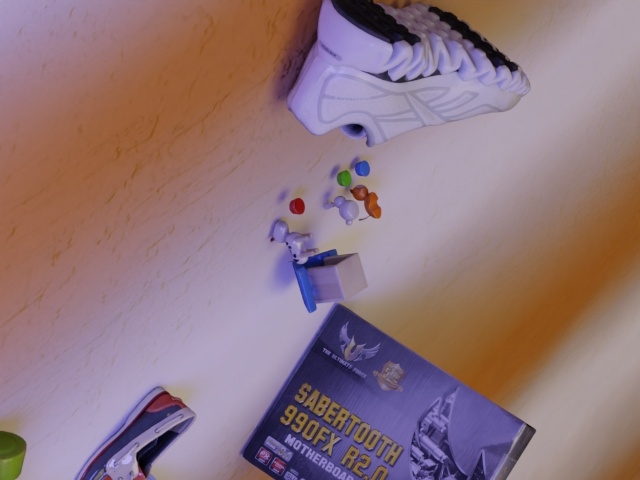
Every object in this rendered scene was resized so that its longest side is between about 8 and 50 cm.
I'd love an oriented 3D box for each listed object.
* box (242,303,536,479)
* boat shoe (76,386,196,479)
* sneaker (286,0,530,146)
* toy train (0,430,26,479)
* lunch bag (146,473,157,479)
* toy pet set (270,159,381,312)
[{"bbox_3d":[0.066,0.199,1.778,0.183,0.231,0.056,-57,157,0],"label":"box"},{"bbox_3d":[-0.165,0.191,1.586,0.137,0.043,0.049,-50,155,-13],"label":"boat shoe"},{"bbox_3d":[0.076,-0.140,1.592,0.292,0.110,0.118,3,124,-52],"label":"sneaker"},{"bbox_3d":[-0.250,0.211,1.412,0.248,0.105,0.143,-18,120,-53],"label":"toy train"},{"bbox_3d":[-0.163,0.258,1.649,0.071,0.053,0.083,-46,126,-22],"label":"lunch bag"},{"bbox_3d":[0.000,0.000,1.672,0.122,0.065,0.114,-29,107,-49],"label":"toy pet set"}]
